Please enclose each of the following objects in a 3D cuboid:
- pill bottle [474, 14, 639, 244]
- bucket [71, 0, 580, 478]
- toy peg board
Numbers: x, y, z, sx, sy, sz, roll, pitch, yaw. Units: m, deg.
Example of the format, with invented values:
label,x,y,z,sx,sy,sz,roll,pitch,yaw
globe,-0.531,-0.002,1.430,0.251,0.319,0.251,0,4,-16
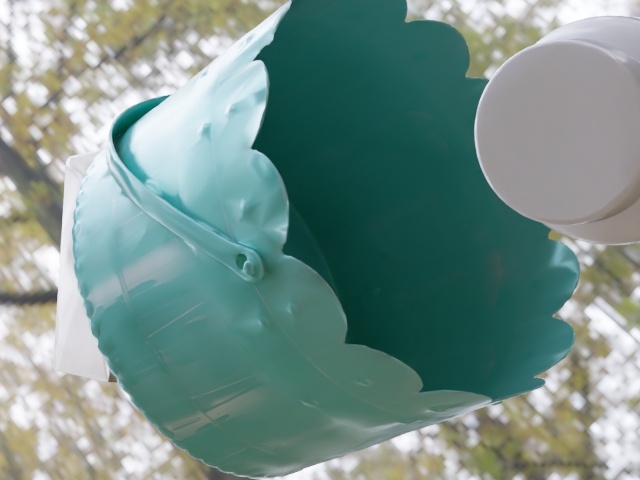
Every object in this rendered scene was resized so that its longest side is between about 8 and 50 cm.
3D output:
label,x,y,z,sx,sy,sz,roll,pitch,yaw
pill bottle,0.145,-0.052,0.901,0.180,0.108,0.108,-9,-50,-62
bucket,0.000,0.000,1.133,0.183,0.281,0.281,-27,-34,35
toy peg board,-0.130,0.019,1.368,0.079,0.161,0.160,4,-92,-22
